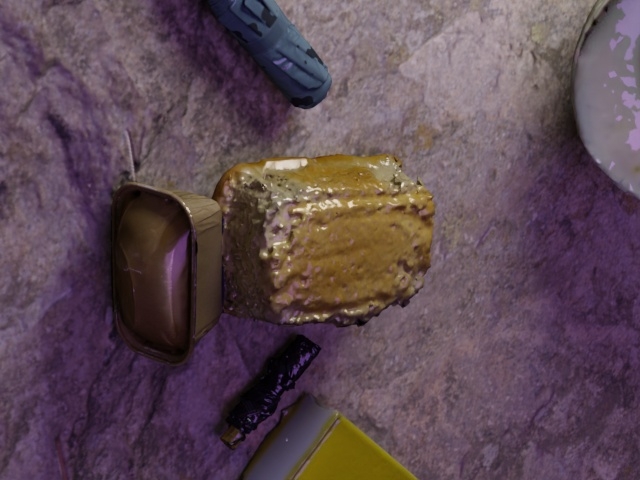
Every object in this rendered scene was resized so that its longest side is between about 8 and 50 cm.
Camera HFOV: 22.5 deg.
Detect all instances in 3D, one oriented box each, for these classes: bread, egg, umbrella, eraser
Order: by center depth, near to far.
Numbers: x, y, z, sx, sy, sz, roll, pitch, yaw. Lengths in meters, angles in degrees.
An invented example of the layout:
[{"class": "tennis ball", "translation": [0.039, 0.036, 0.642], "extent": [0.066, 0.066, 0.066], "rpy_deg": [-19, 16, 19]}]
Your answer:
[{"class": "umbrella", "translation": [-0.066, -0.215, 1.521], "extent": [0.053, 0.052, 0.250], "rpy_deg": [-29, 131, 13]}, {"class": "bread", "translation": [0.000, 0.000, 1.618], "extent": [0.245, 0.121, 0.174], "rpy_deg": [-7, 105, -33]}, {"class": "umbrella", "translation": [-0.055, 0.159, 1.695], "extent": [0.144, 0.040, 0.037], "rpy_deg": [-50, 122, -14]}, {"class": "eraser", "translation": [0.014, 0.287, 1.779], "extent": [0.158, 0.069, 0.226], "rpy_deg": [-51, 129, -7]}, {"class": "egg", "translation": [0.418, -0.199, 1.798], "extent": [0.337, 0.201, 0.337], "rpy_deg": [-3, 112, -8]}]

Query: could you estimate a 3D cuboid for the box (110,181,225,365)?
[{"class": "box", "translation": [-0.149, 0.029, 1.532], "extent": [0.111, 0.111, 0.177], "rpy_deg": [-13, 115, -32]}]
